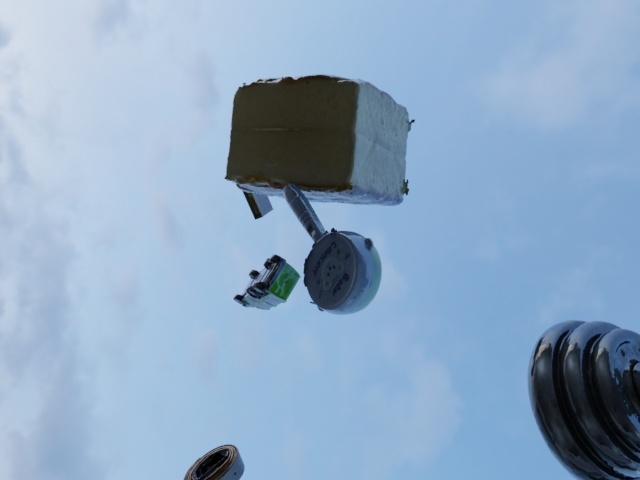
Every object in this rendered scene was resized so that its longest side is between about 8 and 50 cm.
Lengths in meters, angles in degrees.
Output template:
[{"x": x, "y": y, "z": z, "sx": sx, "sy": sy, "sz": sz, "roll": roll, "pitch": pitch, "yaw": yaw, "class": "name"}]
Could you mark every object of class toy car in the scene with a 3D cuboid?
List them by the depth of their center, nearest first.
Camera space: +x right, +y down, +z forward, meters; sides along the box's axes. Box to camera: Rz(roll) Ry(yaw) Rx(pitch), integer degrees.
[{"x": -0.094, "y": 0.081, "z": 0.988, "sx": 0.062, "sy": 0.071, "sz": 0.165, "roll": 37, "pitch": -27, "yaw": -11, "class": "toy car"}]

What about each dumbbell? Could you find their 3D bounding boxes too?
[{"x": 0.363, "y": 0.114, "z": 0.495, "sx": 0.406, "sy": 0.179, "sz": 0.179, "roll": -38, "pitch": -106, "yaw": 48, "class": "dumbbell"}]

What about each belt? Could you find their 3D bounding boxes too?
[{"x": -0.139, "y": 0.301, "z": 0.734, "sx": 0.059, "sy": 0.083, "sz": 0.036, "roll": 9, "pitch": -57, "yaw": 43, "class": "belt"}]

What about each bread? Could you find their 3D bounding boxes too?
[{"x": 0.002, "y": -0.177, "z": 1.064, "sx": 0.279, "sy": 0.279, "sz": 0.207, "roll": 7, "pitch": -88, "yaw": 29, "class": "bread"}]

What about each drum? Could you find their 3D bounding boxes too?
[{"x": 0.013, "y": -0.012, "z": 0.816, "sx": 0.130, "sy": 0.049, "sz": 0.253, "roll": -43, "pitch": -129, "yaw": 35, "class": "drum"}]

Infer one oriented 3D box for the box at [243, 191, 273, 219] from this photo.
[{"x": -0.157, "y": -0.120, "z": 1.331, "sx": 0.023, "sy": 0.090, "sz": 0.133, "roll": -20, "pitch": -79, "yaw": 15, "class": "box"}]
